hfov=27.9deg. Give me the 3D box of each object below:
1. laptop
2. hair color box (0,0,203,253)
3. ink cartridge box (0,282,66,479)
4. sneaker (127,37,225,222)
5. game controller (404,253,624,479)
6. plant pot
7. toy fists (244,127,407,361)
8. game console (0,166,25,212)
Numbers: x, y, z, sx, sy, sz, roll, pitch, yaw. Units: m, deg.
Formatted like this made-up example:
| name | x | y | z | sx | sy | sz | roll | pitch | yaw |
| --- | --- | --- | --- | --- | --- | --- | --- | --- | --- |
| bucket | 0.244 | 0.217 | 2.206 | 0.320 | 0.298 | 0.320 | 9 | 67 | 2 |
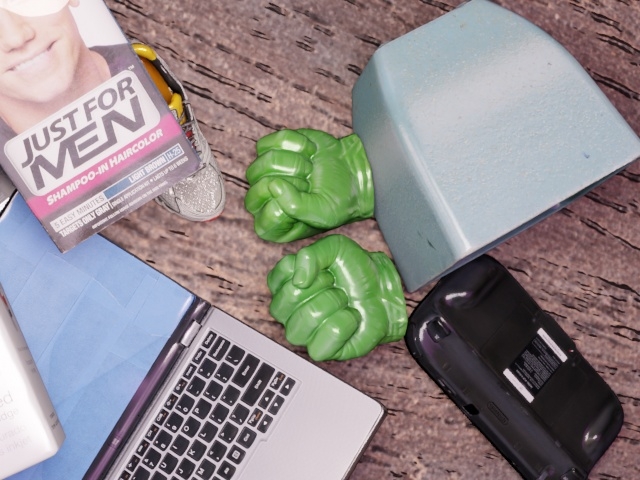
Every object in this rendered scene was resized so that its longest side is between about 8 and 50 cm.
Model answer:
| name | x | y | z | sx | sy | sz | roll | pitch | yaw |
| --- | --- | --- | --- | --- | --- | --- | --- | --- | --- |
| laptop | -0.220 | 0.220 | 1.353 | 0.382 | 0.408 | 0.236 | -59 | 150 | -6 |
| hair color box | -0.279 | -0.179 | 1.263 | 0.174 | 0.105 | 0.347 | -33 | 113 | -4 |
| ink cartridge box | -0.451 | 0.082 | 1.246 | 0.279 | 0.160 | 0.385 | -24 | 90 | -9 |
| sneaker | -0.175 | -0.119 | 1.427 | 0.088 | 0.092 | 0.225 | -33 | 102 | -13 |
| game controller | 0.246 | 0.168 | 1.600 | 0.319 | 0.067 | 0.166 | 48 | 65 | -14 |
| plant pot | 0.167 | -0.121 | 1.468 | 0.247 | 0.247 | 0.252 | -28 | 84 | -14 |
| toy fists | 0.000 | 0.000 | 1.451 | 0.142 | 0.096 | 0.279 | -9 | 74 | -17 |
| game console | -0.421 | 0.004 | 1.382 | 0.361 | 0.044 | 0.213 | -42 | 104 | -10 |
